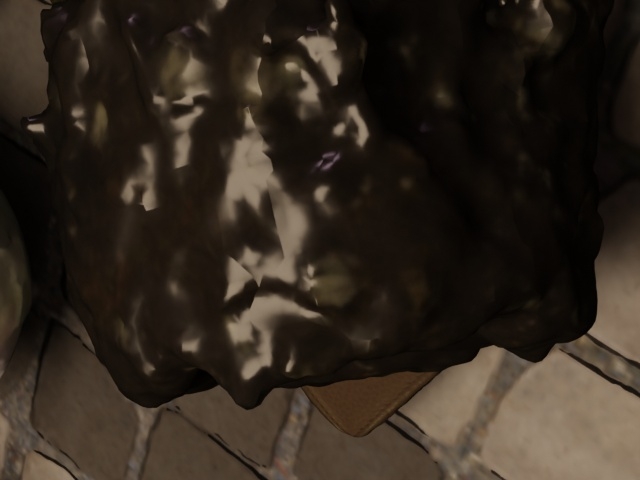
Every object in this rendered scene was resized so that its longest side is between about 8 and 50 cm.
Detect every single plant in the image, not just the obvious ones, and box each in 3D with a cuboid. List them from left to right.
[{"bbox_3d":[-0.002,-0.057,0.558,0.204,0.178,0.234,-20,73,48],"label":"plant"}]

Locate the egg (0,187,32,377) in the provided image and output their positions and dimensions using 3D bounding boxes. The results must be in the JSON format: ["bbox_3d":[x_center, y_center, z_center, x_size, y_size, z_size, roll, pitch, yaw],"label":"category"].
[{"bbox_3d":[-0.256,0.005,0.808,0.217,0.183,0.183,32,126,39],"label":"egg"}]

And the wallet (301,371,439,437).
[{"bbox_3d":[0.000,0.000,0.684,0.153,0.038,0.118,52,130,10],"label":"wallet"}]
